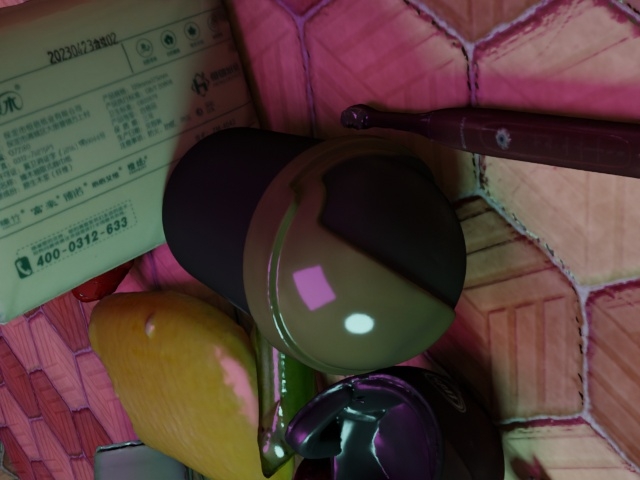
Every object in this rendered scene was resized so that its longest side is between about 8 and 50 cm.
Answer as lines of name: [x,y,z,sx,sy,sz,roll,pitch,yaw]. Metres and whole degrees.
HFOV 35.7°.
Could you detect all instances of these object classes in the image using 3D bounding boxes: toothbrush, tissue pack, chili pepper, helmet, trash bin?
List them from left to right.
tissue pack: [-0.264,-0.120,1.057,0.207,0.380,0.297,4,114,50]
chili pepper: [-0.310,-0.028,1.445,0.110,0.110,0.387,50,143,21]
trash bin: [0.000,0.000,0.927,0.334,0.214,0.214,24,131,57]
helmet: [0.081,0.223,0.974,0.189,0.193,0.216,46,137,38]
toothbrush: [0.138,-0.089,0.815,0.364,0.041,0.041,17,126,50]

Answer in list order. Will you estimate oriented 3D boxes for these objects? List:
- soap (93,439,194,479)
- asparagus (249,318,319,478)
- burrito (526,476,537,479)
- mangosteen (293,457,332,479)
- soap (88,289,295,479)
soap: [-0.259,0.551,1.586,0.261,0.156,0.446,89,172,-66]
asparagus: [-0.046,0.122,1.176,0.085,0.082,0.343,5,106,19]
burrito: [0.248,0.333,0.935,0.229,0.063,0.058,56,157,16]
mangosteen: [0.030,0.280,1.174,0.140,0.140,0.140,35,138,38]
soap: [-0.177,0.210,1.420,0.427,0.115,0.306,6,114,53]
